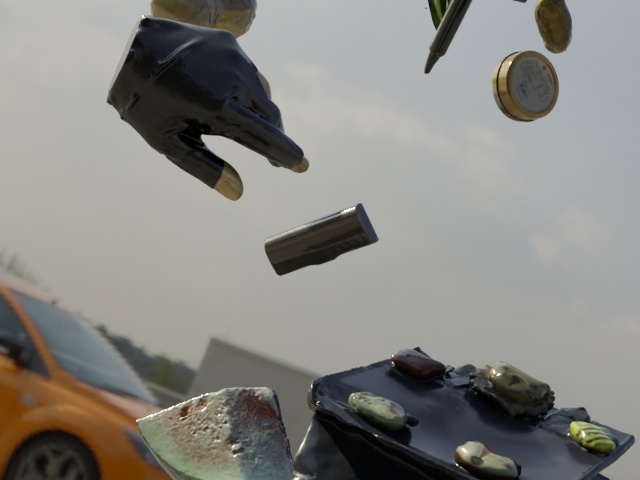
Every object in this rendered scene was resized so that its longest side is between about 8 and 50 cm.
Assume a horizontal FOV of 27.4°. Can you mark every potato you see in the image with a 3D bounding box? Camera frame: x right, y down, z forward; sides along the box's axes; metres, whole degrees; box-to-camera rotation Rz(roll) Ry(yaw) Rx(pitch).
[{"bbox_3d":[0.296,-0.271,1.659,0.045,0.046,0.092,-18,-46,5],"label":"potato"}]

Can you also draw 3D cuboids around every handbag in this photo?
[{"bbox_3d":[0.164,0.228,1.472,0.303,0.122,0.329,23,22,27],"label":"handbag"}]

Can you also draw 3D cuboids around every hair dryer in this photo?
[{"bbox_3d":[0.229,-0.347,2.082,0.173,0.195,0.050,14,27,5],"label":"hair dryer"}]

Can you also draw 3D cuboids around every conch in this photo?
[{"bbox_3d":[0.225,-0.492,2.409,0.079,0.201,0.095,1,-28,-11],"label":"conch"}]

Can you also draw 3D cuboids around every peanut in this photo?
[{"bbox_3d":[-0.220,-0.445,2.493,0.149,0.149,0.313,17,15,25],"label":"peanut"}]

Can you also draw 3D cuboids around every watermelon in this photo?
[{"bbox_3d":[-0.156,0.325,2.157,0.289,0.214,0.320,22,0,0],"label":"watermelon"}]

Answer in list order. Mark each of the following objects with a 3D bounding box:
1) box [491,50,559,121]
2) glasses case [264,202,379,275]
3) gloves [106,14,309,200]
[{"bbox_3d":[0.303,-0.228,1.940,0.105,0.106,0.037,26,-15,-28],"label":"box"},{"bbox_3d":[-0.001,0.001,2.159,0.190,0.072,0.042,-20,13,28],"label":"glasses case"},{"bbox_3d":[-0.140,-0.169,1.740,0.301,0.197,0.152,32,-22,-34],"label":"gloves"}]
